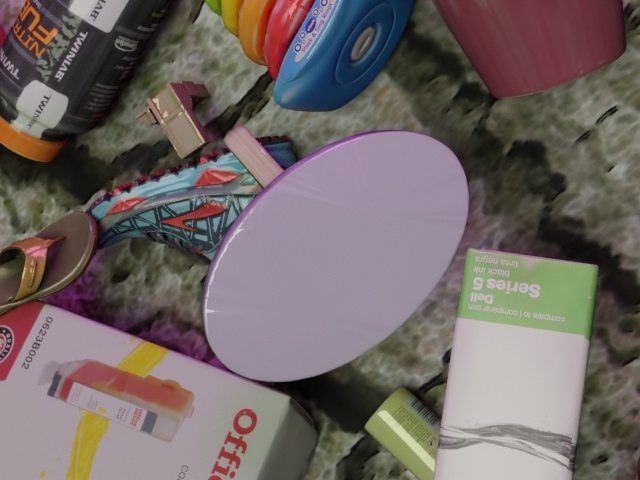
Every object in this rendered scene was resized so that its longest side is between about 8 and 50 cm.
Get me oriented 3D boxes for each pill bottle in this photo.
[{"bbox_3d":[-0.267,-0.205,1.103,0.130,0.130,0.246,39,107,11],"label":"pill bottle"}]

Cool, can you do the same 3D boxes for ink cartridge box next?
[{"bbox_3d":[0.172,0.159,0.919,0.114,0.198,0.273,8,83,13],"label":"ink cartridge box"},{"bbox_3d":[-0.233,0.239,1.079,0.384,0.160,0.279,18,74,16],"label":"ink cartridge box"}]

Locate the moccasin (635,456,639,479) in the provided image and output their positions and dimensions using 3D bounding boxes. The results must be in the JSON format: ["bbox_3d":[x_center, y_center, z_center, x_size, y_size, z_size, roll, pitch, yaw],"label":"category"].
[{"bbox_3d":[0.331,0.226,0.881,0.139,0.147,0.380,25,89,44],"label":"moccasin"}]

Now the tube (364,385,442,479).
[{"bbox_3d":[0.151,0.250,1.044,0.240,0.062,0.070,40,92,13],"label":"tube"}]

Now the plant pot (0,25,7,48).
[{"bbox_3d":[-0.482,-0.180,1.122,0.274,0.243,0.275,2,97,19],"label":"plant pot"}]

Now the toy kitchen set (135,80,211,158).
[{"bbox_3d":[-0.151,-0.120,1.097,0.068,0.083,0.075,-33,86,20],"label":"toy kitchen set"}]

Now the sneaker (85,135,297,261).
[{"bbox_3d":[-0.139,-0.020,1.096,0.261,0.104,0.125,-18,93,21],"label":"sneaker"}]

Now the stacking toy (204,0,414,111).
[{"bbox_3d":[-0.070,-0.273,1.019,0.302,0.165,0.175,38,108,18],"label":"stacking toy"}]

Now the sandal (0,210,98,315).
[{"bbox_3d":[-0.312,0.029,1.063,0.180,0.049,0.072,-29,65,-3],"label":"sandal"}]

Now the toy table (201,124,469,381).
[{"bbox_3d":[0.000,0.000,0.979,0.274,0.161,0.252,-30,104,-5],"label":"toy table"}]

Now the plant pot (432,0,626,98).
[{"bbox_3d":[0.185,-0.235,0.918,0.201,0.201,0.180,-17,107,21],"label":"plant pot"}]
